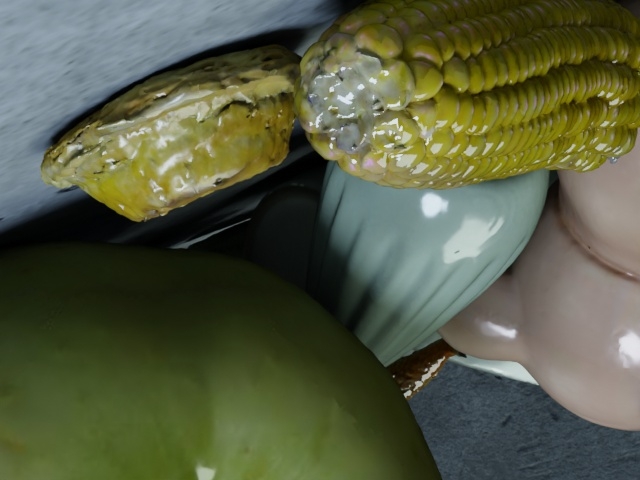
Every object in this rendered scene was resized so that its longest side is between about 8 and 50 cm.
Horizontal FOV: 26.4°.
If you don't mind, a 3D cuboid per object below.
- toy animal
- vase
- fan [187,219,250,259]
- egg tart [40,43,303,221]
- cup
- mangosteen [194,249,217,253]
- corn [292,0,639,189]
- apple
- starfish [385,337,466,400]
[{"bbox_3d":[0.226,-0.013,0.897,0.269,0.237,0.326,-54,152,-14],"label":"toy animal"},{"bbox_3d":[0.050,0.002,0.850,0.128,0.128,0.248,-22,156,-30],"label":"vase"},{"bbox_3d":[0.000,0.000,1.252,0.240,0.131,0.009,-10,129,-15],"label":"fan"},{"bbox_3d":[-0.054,-0.041,0.585,0.128,0.049,0.129,-23,179,-1],"label":"egg tart"},{"bbox_3d":[0.089,0.029,1.068,0.234,0.258,0.186,-12,133,-48],"label":"cup"},{"bbox_3d":[-0.100,0.116,1.127,0.243,0.243,0.243,-23,177,-1],"label":"mangosteen"},{"bbox_3d":[0.080,-0.072,0.631,0.101,0.101,0.291,-25,173,32],"label":"corn"},{"bbox_3d":[-0.123,0.144,0.836,0.311,0.320,0.360,-37,-170,-26],"label":"apple"},{"bbox_3d":[0.010,0.165,1.019,0.138,0.247,0.050,12,-154,-4],"label":"starfish"}]
